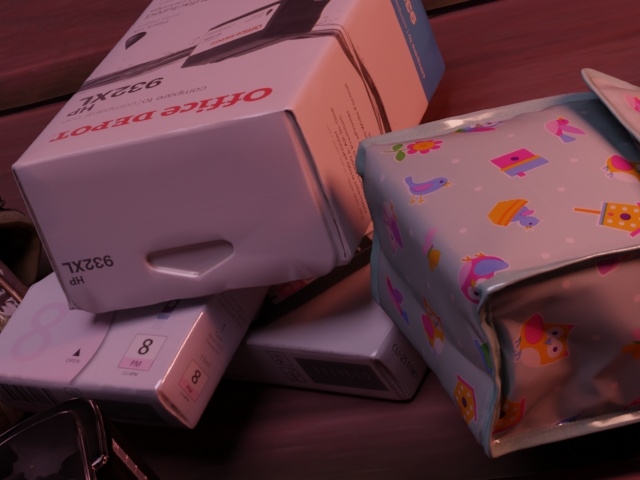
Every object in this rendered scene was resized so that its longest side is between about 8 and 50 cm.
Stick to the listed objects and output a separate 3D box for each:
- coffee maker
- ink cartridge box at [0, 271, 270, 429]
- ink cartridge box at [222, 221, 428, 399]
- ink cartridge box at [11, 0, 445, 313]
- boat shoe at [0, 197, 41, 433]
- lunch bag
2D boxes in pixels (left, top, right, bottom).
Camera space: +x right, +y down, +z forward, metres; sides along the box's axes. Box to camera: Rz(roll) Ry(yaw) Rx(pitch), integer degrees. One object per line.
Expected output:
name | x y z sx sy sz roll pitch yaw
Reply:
coffee maker | -0.148 0.193 1.271 0.120 0.178 0.171 -42 37 -9
ink cartridge box | -0.125 0.029 1.442 0.189 0.066 0.232 1 54 39
ink cartridge box | 0.000 0.000 1.466 0.275 0.060 0.239 3 53 41
ink cartridge box | -0.058 -0.091 1.440 0.223 0.129 0.307 -10 26 23
boat shoe | -0.287 0.023 1.628 0.123 0.123 0.342 -31 40 -8
lunch bag | 0.182 0.001 1.234 0.262 0.160 0.223 -15 31 -12
